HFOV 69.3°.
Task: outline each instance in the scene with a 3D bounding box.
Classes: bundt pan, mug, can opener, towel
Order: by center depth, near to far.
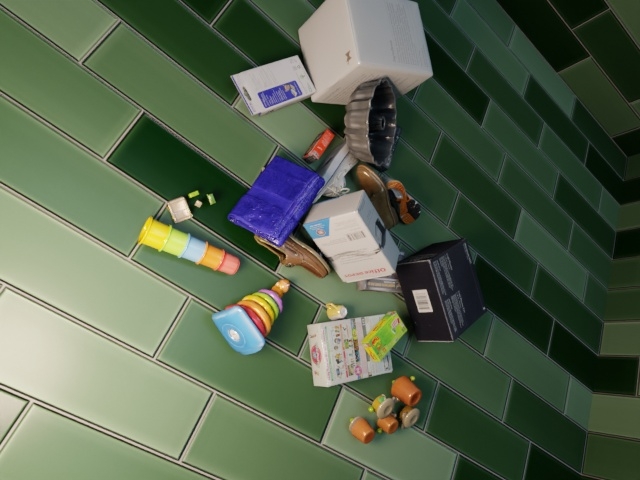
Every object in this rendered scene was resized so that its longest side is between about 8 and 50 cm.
[{"bbox_3d":[-0.150,-0.149,1.604,0.228,0.076,0.308,27,67,15],"label":"towel"},{"bbox_3d":[0.061,0.268,1.735,0.078,0.064,0.062,10,75,-30],"label":"mug"},{"bbox_3d":[0.000,0.000,1.760,0.059,0.073,0.185,9,65,-23],"label":"can opener"},{"bbox_3d":[0.188,-0.459,1.806,0.331,0.124,0.330,-32,126,-58],"label":"bundt pan"}]

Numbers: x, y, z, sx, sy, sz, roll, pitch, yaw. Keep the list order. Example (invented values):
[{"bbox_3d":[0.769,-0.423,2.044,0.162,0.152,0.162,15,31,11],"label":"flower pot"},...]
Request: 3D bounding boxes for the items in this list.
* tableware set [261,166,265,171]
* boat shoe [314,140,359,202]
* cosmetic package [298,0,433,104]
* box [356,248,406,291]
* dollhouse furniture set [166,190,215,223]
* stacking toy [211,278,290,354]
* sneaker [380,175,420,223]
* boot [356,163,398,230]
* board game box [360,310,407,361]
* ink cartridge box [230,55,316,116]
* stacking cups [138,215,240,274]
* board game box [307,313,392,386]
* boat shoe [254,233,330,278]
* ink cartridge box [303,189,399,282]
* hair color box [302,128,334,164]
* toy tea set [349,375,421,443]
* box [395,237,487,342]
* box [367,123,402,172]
[{"bbox_3d":[-0.149,-0.178,1.706,0.129,0.039,0.194,-3,74,-10],"label":"tableware set"},{"bbox_3d":[0.052,-0.226,1.809,0.156,0.136,0.367,49,49,-18],"label":"boat shoe"},{"bbox_3d":[0.180,-0.762,1.875,0.394,0.330,0.326,-6,84,-35],"label":"cosmetic package"},{"bbox_3d":[0.253,0.119,1.895,0.231,0.056,0.182,7,77,-32],"label":"box"},{"bbox_3d":[-0.427,-0.118,1.531,0.152,0.059,0.076,-24,101,-15],"label":"dollhouse furniture set"},{"bbox_3d":[-0.194,0.224,1.550,0.165,0.175,0.302,57,43,-10],"label":"stacking toy"},{"bbox_3d":[0.341,-0.184,1.997,0.099,0.121,0.262,-35,126,5],"label":"sneaker"},{"bbox_3d":[0.212,-0.164,1.894,0.115,0.112,0.305,-35,109,-22],"label":"boot"},{"bbox_3d":[0.239,0.357,1.731,0.181,0.043,0.092,-40,102,-34],"label":"board game box"},{"bbox_3d":[-0.183,-0.584,1.765,0.333,0.065,0.165,-31,97,-35],"label":"ink cartridge box"},{"bbox_3d":[-0.408,0.032,1.470,0.316,0.096,0.095,28,66,-26],"label":"stacking cups"},{"bbox_3d":[0.113,0.402,1.721,0.304,0.098,0.223,0,79,-34],"label":"board game box"},{"bbox_3d":[-0.105,0.050,1.660,0.307,0.111,0.104,40,65,-8],"label":"boat shoe"},{"bbox_3d":[0.119,-0.007,1.681,0.307,0.223,0.129,55,38,-30],"label":"ink cartridge box"},{"bbox_3d":[-0.009,-0.370,1.824,0.043,0.072,0.141,41,60,-20],"label":"hair color box"},{"bbox_3d":[0.244,0.637,1.768,0.336,0.124,0.199,-4,111,-36],"label":"toy tea set"},{"bbox_3d":[0.506,0.203,1.928,0.313,0.179,0.342,-21,96,-43],"label":"box"},{"bbox_3d":[0.245,-0.439,2.009,0.184,0.059,0.232,30,66,-24],"label":"box"}]
